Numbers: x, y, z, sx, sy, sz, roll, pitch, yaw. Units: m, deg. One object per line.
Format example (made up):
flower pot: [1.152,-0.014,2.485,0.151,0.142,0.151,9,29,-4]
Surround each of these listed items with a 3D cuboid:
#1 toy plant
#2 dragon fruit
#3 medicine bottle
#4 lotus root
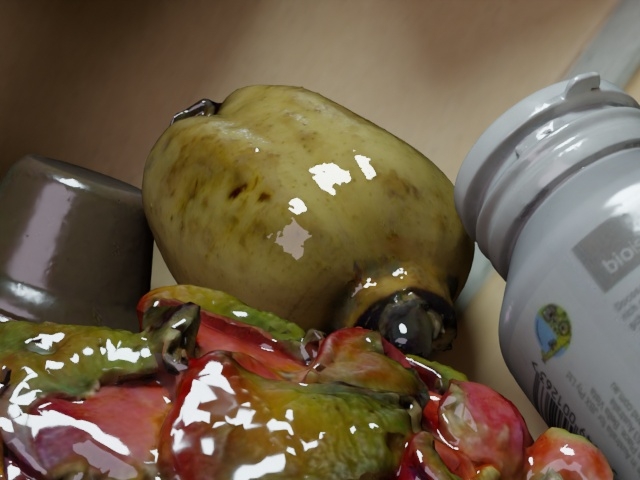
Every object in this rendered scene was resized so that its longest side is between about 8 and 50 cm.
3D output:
toy plant: [-0.141,0.062,0.971,0.143,0.105,0.200,20,98,14]
dragon fruit: [-0.002,0.173,0.764,0.263,0.296,0.314,-13,61,-11]
medicine bottle: [0.146,0.035,0.802,0.135,0.135,0.215,-39,56,8]
lotus root: [0.000,0.000,0.903,0.125,0.118,0.221,-40,46,-11]
